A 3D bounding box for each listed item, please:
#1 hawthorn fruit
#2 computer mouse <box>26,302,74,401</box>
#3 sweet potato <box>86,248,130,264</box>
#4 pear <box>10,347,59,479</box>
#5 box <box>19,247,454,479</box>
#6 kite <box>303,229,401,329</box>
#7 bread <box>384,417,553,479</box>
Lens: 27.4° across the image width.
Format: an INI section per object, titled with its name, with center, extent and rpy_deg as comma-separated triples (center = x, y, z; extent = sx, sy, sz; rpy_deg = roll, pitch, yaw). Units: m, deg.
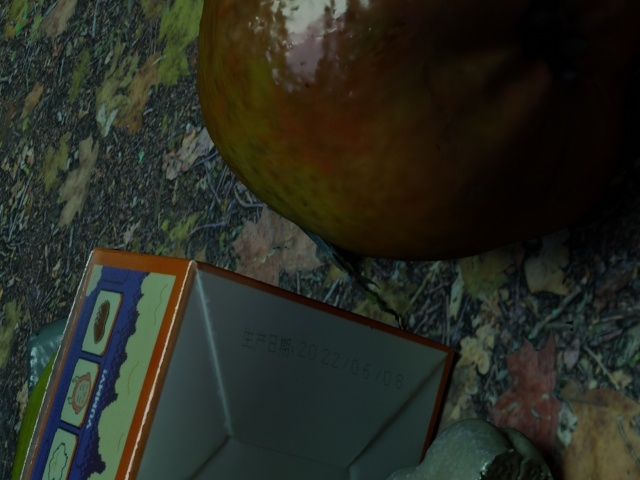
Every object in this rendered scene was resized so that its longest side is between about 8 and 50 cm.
[hawthorn fruit]
center = 0.078, -0.203, 1.299
extent = 0.472, 0.472, 0.471
rpy_deg = -32, 48, 44
[computer mouse]
center = -0.320, 0.271, 1.862
extent = 0.188, 0.122, 0.370
rpy_deg = -3, 92, 28
[sweet potato]
center = -0.342, 0.040, 2.141
extent = 0.195, 0.056, 0.056
rpy_deg = -4, 69, 59
[pear]
center = -0.241, 0.259, 1.616
extent = 0.287, 0.287, 0.375
rpy_deg = -26, 21, 48
[box]
center = -0.096, 0.208, 1.408
extent = 0.257, 0.349, 0.318
rpy_deg = 2, 76, 56
[kite]
center = -0.001, 0.001, 1.571
extent = 0.015, 0.169, 0.310
rpy_deg = -42, 37, -4
[bread]
center = 0.106, 0.331, 1.277
extent = 0.183, 0.102, 0.337
rpy_deg = 20, 91, 62
